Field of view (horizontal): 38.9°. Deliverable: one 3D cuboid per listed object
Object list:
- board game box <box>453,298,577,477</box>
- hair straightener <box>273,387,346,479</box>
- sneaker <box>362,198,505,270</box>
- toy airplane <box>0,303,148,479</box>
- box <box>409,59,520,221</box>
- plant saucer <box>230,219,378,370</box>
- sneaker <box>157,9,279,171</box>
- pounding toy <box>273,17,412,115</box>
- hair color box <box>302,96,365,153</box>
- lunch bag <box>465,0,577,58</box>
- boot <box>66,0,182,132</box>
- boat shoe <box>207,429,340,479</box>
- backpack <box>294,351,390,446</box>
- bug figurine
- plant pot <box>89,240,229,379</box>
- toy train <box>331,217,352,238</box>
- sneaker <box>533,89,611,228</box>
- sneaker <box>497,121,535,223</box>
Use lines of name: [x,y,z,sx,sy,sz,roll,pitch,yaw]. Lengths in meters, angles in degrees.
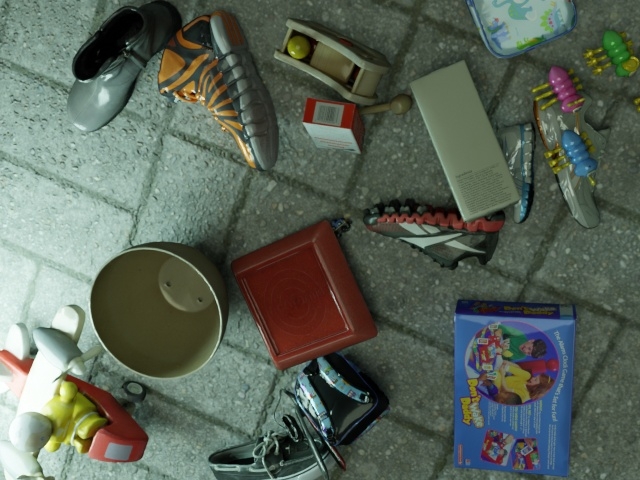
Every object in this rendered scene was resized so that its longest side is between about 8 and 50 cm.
board game box: [0.389,0.298,1.831,0.233,0.078,0.347,2,108,13]
hair straightener: [-0.039,0.412,1.928,0.089,0.047,0.230,-27,59,-15]
sneaker: [0.216,-0.009,1.761,0.276,0.097,0.135,4,106,11]
toy airplane: [-0.608,0.358,1.992,0.384,0.272,0.386,-17,103,19]
box: [0.263,-0.177,1.652,0.113,0.094,0.275,-20,85,8]
plant saucer: [-0.046,0.123,1.860,0.258,0.047,0.259,-23,91,27]
sneaker: [-0.204,-0.272,1.780,0.180,0.124,0.321,-18,92,23]
pounding toy: [0.037,-0.290,1.683,0.269,0.154,0.155,26,112,5]
hair color box: [0.028,-0.214,1.702,0.093,0.167,0.053,9,81,10]
lunch bag: [0.340,-0.442,1.593,0.176,0.090,0.219,-21,102,18]
boot: [-0.423,-0.332,1.745,0.118,0.223,0.338,40,112,-2]
boat shoe: [-0.108,0.472,1.993,0.306,0.113,0.105,-15,118,27]
backpack: [0.039,0.325,1.904,0.158,0.117,0.173,-47,62,10]
bug figurine: [0.502,-0.240,1.578,0.279,0.072,0.216,-32,89,-3]
plant pot: [-0.307,0.120,1.883,0.284,0.191,0.284,4,109,13]
toy train: [0.000,0.000,1.858,0.158,0.027,0.036,-36,84,22]
sneaker: [0.482,-0.149,1.655,0.121,0.099,0.263,-19,104,14]
sneaker: [0.362,-0.127,1.711,0.082,0.071,0.191,2,100,20]
